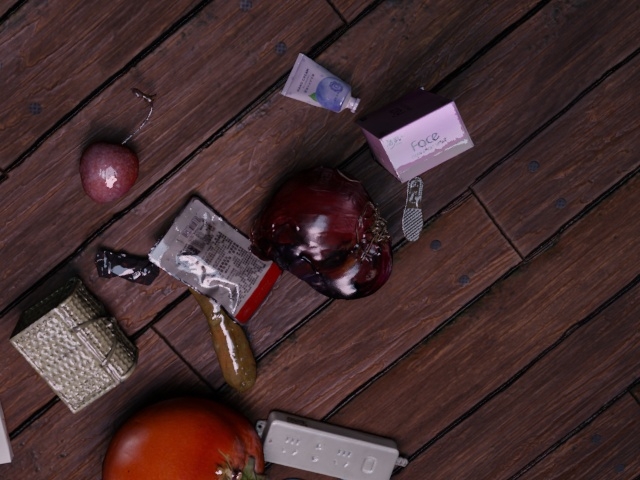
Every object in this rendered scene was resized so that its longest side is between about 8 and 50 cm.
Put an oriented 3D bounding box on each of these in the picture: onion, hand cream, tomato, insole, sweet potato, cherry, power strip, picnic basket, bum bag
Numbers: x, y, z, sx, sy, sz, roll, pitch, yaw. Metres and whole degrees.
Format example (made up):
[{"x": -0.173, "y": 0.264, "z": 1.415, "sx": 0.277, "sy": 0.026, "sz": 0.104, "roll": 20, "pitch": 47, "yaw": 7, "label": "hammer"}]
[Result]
[{"x": 0.018, "y": -0.006, "z": 1.678, "sx": 0.281, "sy": 0.221, "sz": 0.280, "roll": 5, "pitch": 131, "yaw": 6, "label": "onion"}, {"x": 0.007, "y": -0.281, "z": 1.681, "sx": 0.142, "sy": 0.053, "sz": 0.084, "roll": 25, "pitch": 102, "yaw": -4, "label": "hand cream"}, {"x": -0.269, "y": 0.460, "z": 1.737, "sx": 0.322, "sy": 0.321, "sz": 0.321, "roll": -2, "pitch": 106, "yaw": -7, "label": "tomato"}, {"x": 0.186, "y": -0.062, "z": 1.790, "sx": 0.045, "sy": 0.002, "sz": 0.135, "roll": 1, "pitch": 106, "yaw": -9, "label": "insole"}, {"x": -0.189, "y": 0.177, "z": 1.773, "sx": 0.075, "sy": 0.075, "sz": 0.273, "roll": -22, "pitch": 106, "yaw": -1, "label": "sweet potato"}, {"x": -0.374, "y": -0.173, "z": 1.641, "sx": 0.107, "sy": 0.090, "sz": 0.225, "roll": 17, "pitch": 93, "yaw": 4, "label": "cherry"}, {"x": 0.026, "y": 0.438, "z": 1.884, "sx": 0.338, "sy": 0.058, "sz": 0.098, "roll": 16, "pitch": 103, "yaw": -12, "label": "power strip"}, {"x": -0.457, "y": 0.191, "z": 1.707, "sx": 0.154, "sy": 0.134, "sz": 0.196, "roll": -33, "pitch": 107, "yaw": 6, "label": "picnic basket"}, {"x": -0.370, "y": 0.052, "z": 1.729, "sx": 0.125, "sy": 0.034, "sz": 0.057, "roll": 13, "pitch": 95, "yaw": -12, "label": "bum bag"}]

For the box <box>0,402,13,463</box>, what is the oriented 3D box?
[{"x": -0.744, "y": 0.393, "z": 1.776, "sx": 0.245, "sy": 0.035, "sz": 0.139, "roll": -8, "pitch": 107, "yaw": -6, "label": "box"}]

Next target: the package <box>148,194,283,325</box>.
[{"x": -0.195, "y": 0.041, "z": 1.726, "sx": 0.239, "sy": 0.030, "sz": 0.154, "roll": 39, "pitch": 75, "yaw": -15, "label": "package"}]

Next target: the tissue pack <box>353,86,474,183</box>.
[{"x": 0.164, "y": -0.196, "z": 1.621, "sx": 0.149, "sy": 0.246, "sz": 0.092, "roll": -27, "pitch": 106, "yaw": -1, "label": "tissue pack"}]

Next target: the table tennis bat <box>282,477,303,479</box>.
[{"x": -0.040, "y": 0.571, "z": 1.934, "sx": 0.155, "sy": 0.019, "sz": 0.100, "roll": 40, "pitch": 96, "yaw": -14, "label": "table tennis bat"}]
